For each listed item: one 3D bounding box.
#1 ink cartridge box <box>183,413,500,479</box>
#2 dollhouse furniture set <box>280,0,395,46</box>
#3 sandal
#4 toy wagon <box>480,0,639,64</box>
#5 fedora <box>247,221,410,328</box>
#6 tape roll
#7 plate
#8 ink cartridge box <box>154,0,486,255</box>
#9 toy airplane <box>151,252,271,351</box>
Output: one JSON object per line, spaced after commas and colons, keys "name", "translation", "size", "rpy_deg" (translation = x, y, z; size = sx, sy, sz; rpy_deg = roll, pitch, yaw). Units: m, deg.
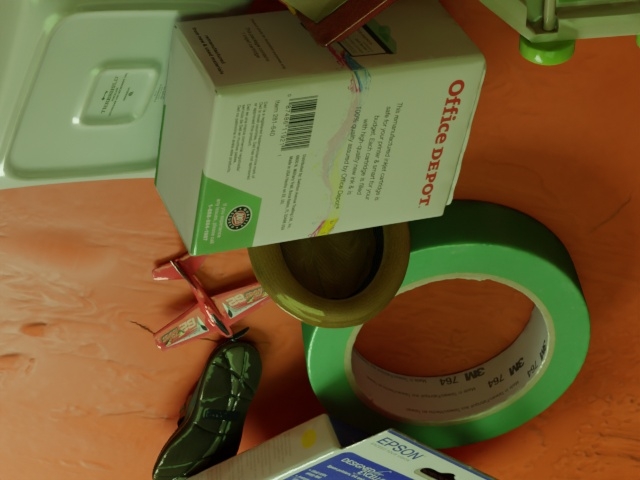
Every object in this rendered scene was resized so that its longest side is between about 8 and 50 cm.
{"name": "ink cartridge box", "translation": [0.047, 0.292, 1.960], "size": [0.307, 0.072, 0.303], "rpy_deg": [-29, 141, 28]}
{"name": "dollhouse furniture set", "translation": [0.071, -0.345, 1.396], "size": [0.374, 0.152, 0.201], "rpy_deg": [-35, 156, 14]}
{"name": "sandal", "translation": [-0.134, 0.202, 1.944], "size": [0.090, 0.060, 0.219], "rpy_deg": [10, 114, -24]}
{"name": "toy wagon", "translation": [0.238, -0.291, 1.560], "size": [0.344, 0.068, 0.267], "rpy_deg": [-4, 131, -3]}
{"name": "fedora", "translation": [0.000, 0.000, 1.736], "size": [0.194, 0.194, 0.079], "rpy_deg": [10, 165, -16]}
{"name": "tape roll", "translation": [0.140, 0.100, 1.877], "size": [0.321, 0.077, 0.321], "rpy_deg": [-4, 132, -4]}
{"name": "plate", "translation": [-0.198, -0.148, 1.561], "size": [0.278, 0.045, 0.277], "rpy_deg": [-7, 137, -39]}
{"name": "ink cartridge box", "translation": [-0.003, -0.112, 1.597], "size": [0.278, 0.117, 0.201], "rpy_deg": [-10, 135, -23]}
{"name": "toy airplane", "translation": [-0.131, 0.064, 1.839], "size": [0.151, 0.028, 0.151], "rpy_deg": [-6, 129, -7]}
